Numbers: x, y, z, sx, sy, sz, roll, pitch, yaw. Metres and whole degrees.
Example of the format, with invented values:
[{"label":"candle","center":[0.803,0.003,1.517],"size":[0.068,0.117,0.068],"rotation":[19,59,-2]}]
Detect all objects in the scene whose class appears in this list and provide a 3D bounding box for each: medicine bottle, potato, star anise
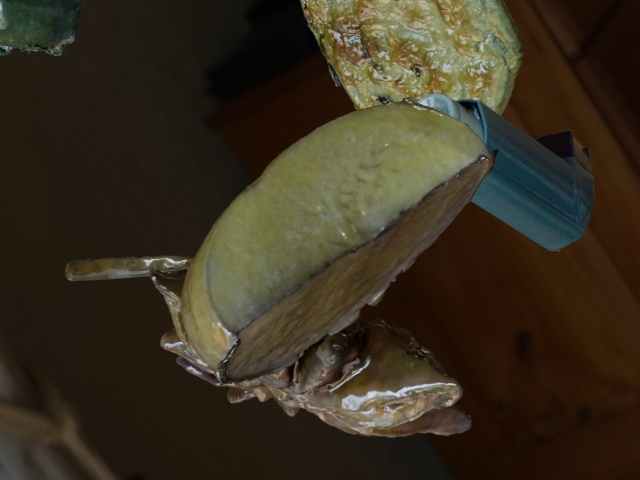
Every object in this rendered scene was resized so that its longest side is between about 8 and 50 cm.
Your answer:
[{"label":"medicine bottle","center":[0.178,-0.077,1.846],"size":[0.079,0.258,0.124],"rotation":[-28,54,31]},{"label":"potato","center":[0.000,0.000,1.315],"size":[0.243,0.098,0.138],"rotation":[-35,-19,-15]},{"label":"star anise","center":[-0.026,0.088,1.606],"size":[0.349,0.292,0.109],"rotation":[11,64,29]}]

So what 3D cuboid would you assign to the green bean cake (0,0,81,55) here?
[{"label":"green bean cake","center":[-0.297,-0.267,1.652],"size":[0.193,0.208,0.107],"rotation":[9,8,40]}]

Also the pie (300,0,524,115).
[{"label":"pie","center":[0.101,-0.246,2.217],"size":[0.302,0.302,0.067],"rotation":[-20,22,50]}]
